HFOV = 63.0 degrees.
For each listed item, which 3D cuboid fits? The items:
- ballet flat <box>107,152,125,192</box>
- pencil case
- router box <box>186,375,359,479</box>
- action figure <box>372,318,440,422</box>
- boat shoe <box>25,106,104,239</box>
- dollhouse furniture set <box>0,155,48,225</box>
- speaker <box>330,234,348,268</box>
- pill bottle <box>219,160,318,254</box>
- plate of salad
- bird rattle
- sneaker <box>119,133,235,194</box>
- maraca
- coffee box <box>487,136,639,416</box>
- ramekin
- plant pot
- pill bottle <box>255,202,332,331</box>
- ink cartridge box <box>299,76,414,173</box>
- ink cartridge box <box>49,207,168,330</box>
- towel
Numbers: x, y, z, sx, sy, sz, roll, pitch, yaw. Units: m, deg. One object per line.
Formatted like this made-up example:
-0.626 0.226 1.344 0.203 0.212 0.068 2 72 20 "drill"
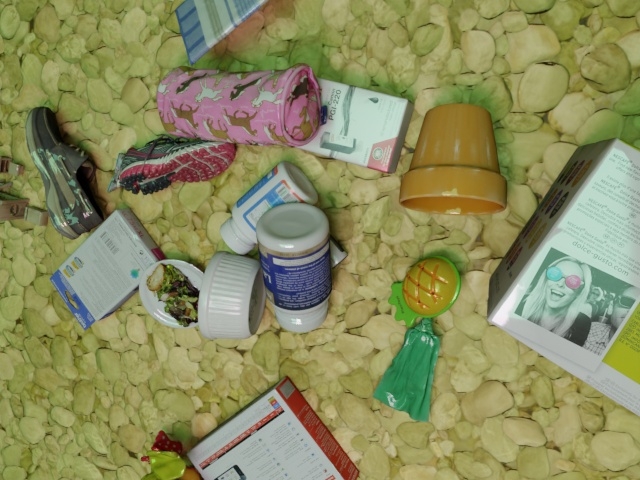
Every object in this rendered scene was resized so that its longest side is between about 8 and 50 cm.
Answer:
-0.519 -0.170 1.352 0.041 0.041 0.115 28 107 12 "ballet flat"
-0.179 -0.291 1.110 0.385 0.167 0.160 10 116 33 "pencil case"
-0.125 0.560 1.312 0.335 0.082 0.301 -39 86 19 "router box"
0.212 0.276 1.172 0.137 0.063 0.233 19 107 16 "action figure"
-0.653 -0.183 1.361 0.130 0.132 0.356 -18 88 -6 "boat shoe"
-0.848 -0.138 1.426 0.181 0.101 0.161 18 103 14 "dollhouse furniture set"
0.000 0.000 1.202 0.055 0.055 0.136 -42 84 19 "speaker"
-0.124 -0.069 1.195 0.221 0.124 0.124 -38 86 19 "pill bottle"
-0.366 0.143 1.322 0.199 0.048 0.200 2 112 4 "plate of salad"
-0.374 0.606 1.325 0.206 0.253 0.143 36 73 0 "bird rattle"
-0.350 -0.205 1.256 0.298 0.121 0.112 -10 65 11 "sneaker"
0.222 0.110 1.126 0.185 0.099 0.127 -39 54 33 "maraca"
0.524 0.055 0.894 0.338 0.337 0.335 33 106 11 "coffee box"
-0.196 0.132 1.211 0.108 0.207 0.208 7 101 7 "ramekin"
0.264 -0.159 1.031 0.204 0.205 0.188 4 84 17 "plant pot"
-0.050 0.064 1.133 0.153 0.153 0.265 9 130 16 "pill bottle"
0.072 -0.248 1.123 0.217 0.092 0.159 18 103 16 "ink cartridge box"
-0.568 0.080 1.391 0.311 0.065 0.186 -39 86 16 "ink cartridge box"
-0.199 -0.534 1.148 0.284 0.034 0.209 -33 57 19 "towel"
